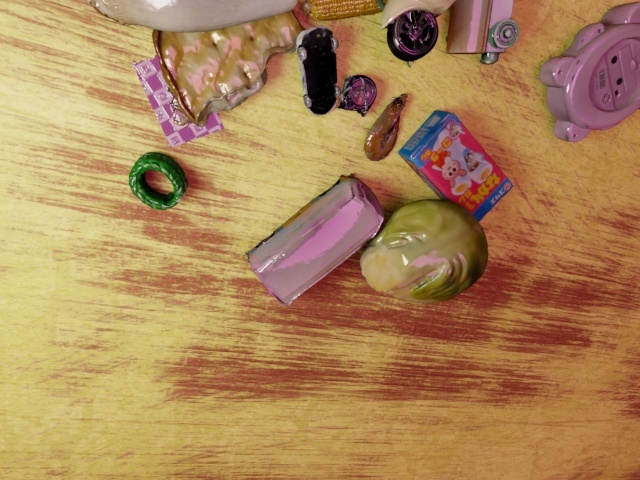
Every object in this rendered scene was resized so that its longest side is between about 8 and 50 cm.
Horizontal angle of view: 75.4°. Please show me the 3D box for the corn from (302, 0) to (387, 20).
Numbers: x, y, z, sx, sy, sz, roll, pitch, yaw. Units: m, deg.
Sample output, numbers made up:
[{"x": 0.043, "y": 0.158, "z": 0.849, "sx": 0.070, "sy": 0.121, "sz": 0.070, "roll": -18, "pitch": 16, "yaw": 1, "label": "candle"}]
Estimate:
[{"x": 0.061, "y": -0.540, "z": 0.938, "sx": 0.207, "sy": 0.068, "sz": 0.068, "roll": -11, "pitch": 114, "yaw": -10, "label": "corn"}]

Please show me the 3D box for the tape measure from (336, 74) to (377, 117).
[{"x": 0.095, "y": -0.360, "z": 1.027, "sx": 0.091, "sy": 0.054, "sz": 0.094, "roll": 12, "pitch": 114, "yaw": -20, "label": "tape measure"}]

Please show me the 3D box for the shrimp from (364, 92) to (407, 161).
[{"x": 0.175, "y": -0.296, "z": 1.084, "sx": 0.101, "sy": 0.042, "sz": 0.190, "roll": 16, "pitch": 107, "yaw": -41, "label": "shrimp"}]

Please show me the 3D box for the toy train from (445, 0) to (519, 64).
[{"x": 0.390, "y": -0.578, "z": 0.995, "sx": 0.176, "sy": 0.116, "sz": 0.286, "roll": 0, "pitch": 113, "yaw": -1, "label": "toy train"}]

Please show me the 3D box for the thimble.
[{"x": -0.378, "y": -0.137, "z": 0.972, "sx": 0.130, "sy": 0.090, "sz": 0.118, "roll": 26, "pitch": 105, "yaw": -21, "label": "thimble"}]

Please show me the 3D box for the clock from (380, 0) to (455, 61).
[{"x": 0.236, "y": -0.595, "z": 0.860, "sx": 0.379, "sy": 0.120, "sz": 0.276, "roll": -44, "pitch": 104, "yaw": -1, "label": "clock"}]

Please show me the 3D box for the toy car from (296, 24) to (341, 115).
[{"x": -0.006, "y": -0.390, "z": 0.967, "sx": 0.095, "sy": 0.056, "sz": 0.205, "roll": -26, "pitch": 142, "yaw": -16, "label": "toy car"}]

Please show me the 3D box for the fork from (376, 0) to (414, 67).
[{"x": 0.174, "y": -0.495, "z": 0.969, "sx": 0.039, "sy": 0.021, "sz": 0.235, "roll": -49, "pitch": 134, "yaw": 5, "label": "fork"}]

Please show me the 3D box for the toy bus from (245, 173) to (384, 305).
[{"x": 0.000, "y": 0.000, "z": 1.088, "sx": 0.386, "sy": 0.162, "sz": 0.171, "roll": -39, "pitch": 114, "yaw": 3, "label": "toy bus"}]

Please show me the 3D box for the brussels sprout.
[{"x": 0.286, "y": 0.045, "z": 1.109, "sx": 0.343, "sy": 0.268, "sz": 0.344, "roll": -21, "pitch": 136, "yaw": -22, "label": "brussels sprout"}]

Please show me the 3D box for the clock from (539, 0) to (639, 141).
[{"x": 0.776, "y": -0.448, "z": 1.139, "sx": 0.322, "sy": 0.113, "sz": 0.296, "roll": -31, "pitch": 116, "yaw": 1, "label": "clock"}]

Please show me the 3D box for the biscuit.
[{"x": -0.188, "y": -0.427, "z": 0.906, "sx": 0.334, "sy": 0.078, "sz": 0.330, "roll": -5, "pitch": 104, "yaw": -16, "label": "biscuit"}]

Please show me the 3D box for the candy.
[{"x": 0.374, "y": -0.195, "z": 1.143, "sx": 0.305, "sy": 0.100, "sz": 0.157, "roll": 38, "pitch": 97, "yaw": -24, "label": "candy"}]

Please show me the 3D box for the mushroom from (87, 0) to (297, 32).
[{"x": -0.234, "y": -0.481, "z": 0.785, "sx": 0.396, "sy": 0.126, "sz": 0.178, "roll": -21, "pitch": 76, "yaw": -13, "label": "mushroom"}]

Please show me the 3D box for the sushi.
[{"x": -0.322, "y": -0.326, "z": 0.943, "sx": 0.139, "sy": 0.031, "sz": 0.201, "roll": -22, "pitch": 115, "yaw": -5, "label": "sushi"}]
